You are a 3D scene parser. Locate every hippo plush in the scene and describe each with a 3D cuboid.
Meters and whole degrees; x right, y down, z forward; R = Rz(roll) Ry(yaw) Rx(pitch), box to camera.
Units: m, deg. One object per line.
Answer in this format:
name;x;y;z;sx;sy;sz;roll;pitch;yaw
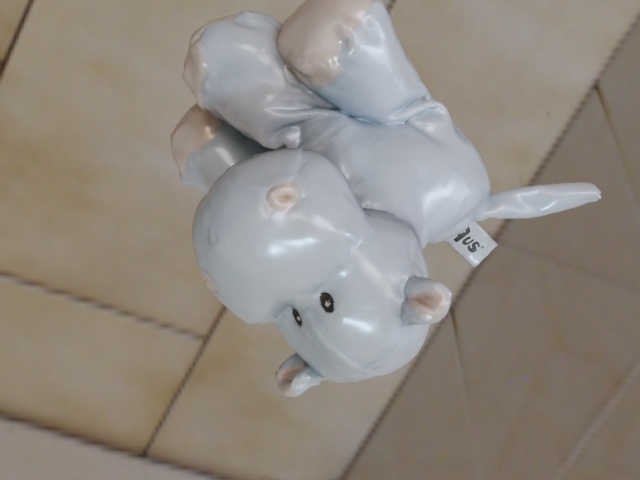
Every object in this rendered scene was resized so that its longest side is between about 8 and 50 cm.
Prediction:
hippo plush;0.000;0.000;1.219;0.294;0.236;0.234;41;133;-22
